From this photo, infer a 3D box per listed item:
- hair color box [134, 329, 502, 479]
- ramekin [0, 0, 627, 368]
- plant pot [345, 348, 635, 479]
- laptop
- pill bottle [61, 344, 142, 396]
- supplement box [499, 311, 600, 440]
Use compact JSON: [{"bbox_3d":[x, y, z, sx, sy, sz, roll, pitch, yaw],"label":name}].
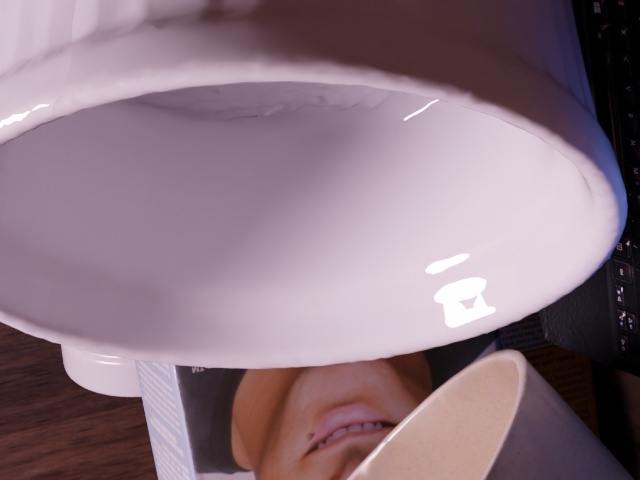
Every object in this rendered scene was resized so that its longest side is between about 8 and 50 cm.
[{"bbox_3d":[0.001,0.088,0.878,0.113,0.185,0.374,-156,55,-68],"label":"hair color box"},{"bbox_3d":[-0.020,-0.055,0.644,0.277,0.277,0.135,106,164,-65],"label":"ramekin"},{"bbox_3d":[0.109,0.233,0.703,0.274,0.256,0.256,40,167,-3],"label":"plant pot"},{"bbox_3d":[0.122,-0.016,0.690,0.264,0.136,0.234,21,123,58],"label":"laptop"},{"bbox_3d":[-0.156,-0.051,1.285,0.188,0.188,0.334,-127,31,-62],"label":"pill bottle"},{"bbox_3d":[0.119,0.093,0.959,0.078,0.080,0.233,-143,41,-72],"label":"supplement box"}]
